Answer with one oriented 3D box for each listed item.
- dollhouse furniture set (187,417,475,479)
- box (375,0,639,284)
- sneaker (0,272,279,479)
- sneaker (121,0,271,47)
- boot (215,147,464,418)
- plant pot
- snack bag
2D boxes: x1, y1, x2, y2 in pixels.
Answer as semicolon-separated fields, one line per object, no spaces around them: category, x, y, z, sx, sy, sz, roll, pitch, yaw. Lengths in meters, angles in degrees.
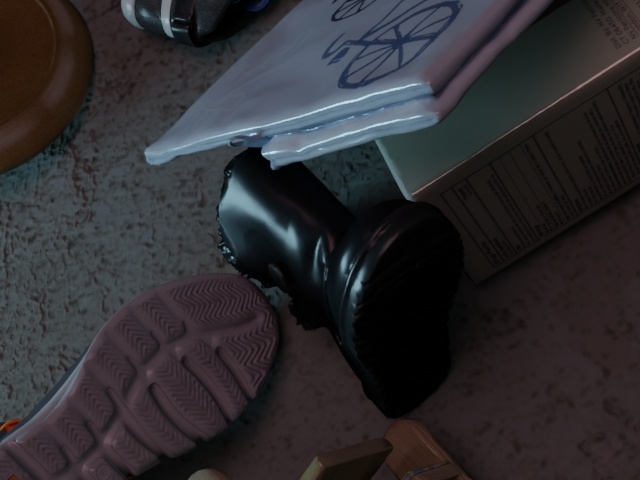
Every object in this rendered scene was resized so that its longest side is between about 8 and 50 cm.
dollhouse furniture set;-0.049;0.211;0.875;0.161;0.212;0.242;46;119;27
box;0.160;-0.100;0.930;0.232;0.148;0.127;-32;54;8
sneaker;-0.183;0.140;0.999;0.321;0.180;0.125;-38;100;-29
sneaker;-0.075;-0.267;1.139;0.121;0.079;0.217;26;90;24
boot;0.000;0.000;0.915;0.094;0.246;0.207;-37;63;-15
plant pot;-0.326;-0.160;1.182;0.236;0.032;0.236;-2;62;4
snack bag;0.052;-0.158;0.911;0.342;0.037;0.323;-8;34;52
